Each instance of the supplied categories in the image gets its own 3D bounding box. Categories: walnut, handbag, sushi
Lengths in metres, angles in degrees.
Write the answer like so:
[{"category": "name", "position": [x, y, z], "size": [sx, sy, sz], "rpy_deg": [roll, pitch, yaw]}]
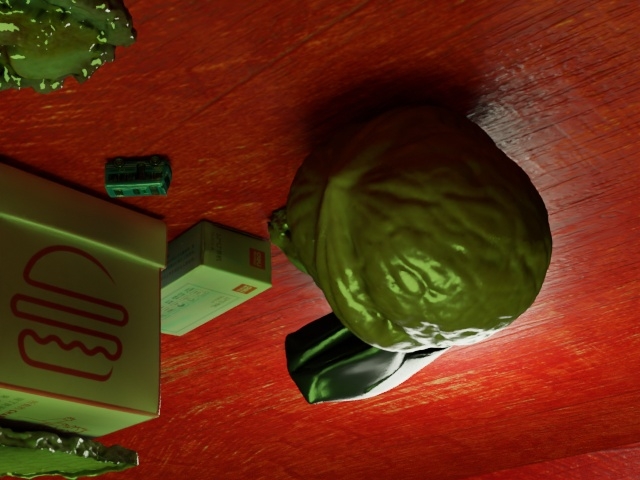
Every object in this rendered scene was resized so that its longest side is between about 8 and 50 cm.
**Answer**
[{"category": "walnut", "position": [0.115, -0.015, 1.190], "size": [0.333, 0.332, 0.333], "rpy_deg": [-2, 154, -1]}, {"category": "handbag", "position": [0.144, 0.138, 1.603], "size": [0.288, 0.152, 0.342], "rpy_deg": [-36, 165, 36]}, {"category": "sushi", "position": [-0.277, -0.243, 0.805], "size": [0.237, 0.170, 0.270], "rpy_deg": [-21, 151, 32]}]

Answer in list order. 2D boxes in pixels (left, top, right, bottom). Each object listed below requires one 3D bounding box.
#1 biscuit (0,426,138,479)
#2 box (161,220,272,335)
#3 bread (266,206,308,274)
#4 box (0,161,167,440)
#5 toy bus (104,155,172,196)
[{"category": "biscuit", "position": [-0.405, 0.295, 1.352], "size": [0.187, 0.036, 0.274], "rpy_deg": [-19, 153, 30]}, {"category": "box", "position": [-0.206, 0.065, 1.537], "size": [0.135, 0.079, 0.269], "rpy_deg": [18, 147, -35]}, {"category": "bread", "position": [-0.003, 0.004, 1.407], "size": [0.103, 0.110, 0.156], "rpy_deg": [10, 152, -36]}, {"category": "box", "position": [-0.423, 0.109, 1.351], "size": [0.314, 0.299, 0.312], "rpy_deg": [-24, 147, 37]}, {"category": "toy bus", "position": [-0.235, -0.080, 1.276], "size": [0.083, 0.046, 0.038], "rpy_deg": [-3, 154, 1]}]
